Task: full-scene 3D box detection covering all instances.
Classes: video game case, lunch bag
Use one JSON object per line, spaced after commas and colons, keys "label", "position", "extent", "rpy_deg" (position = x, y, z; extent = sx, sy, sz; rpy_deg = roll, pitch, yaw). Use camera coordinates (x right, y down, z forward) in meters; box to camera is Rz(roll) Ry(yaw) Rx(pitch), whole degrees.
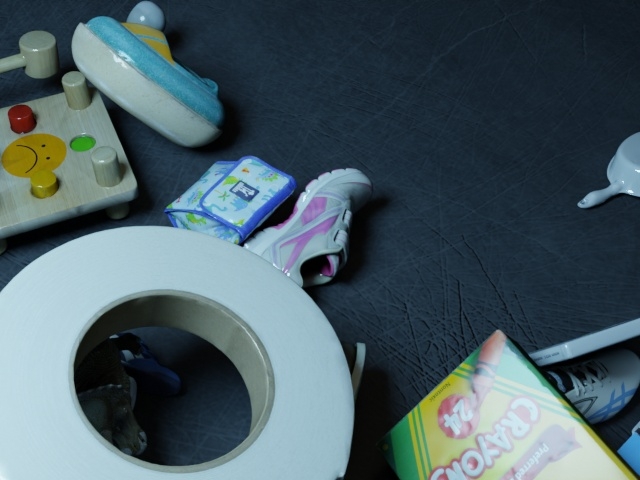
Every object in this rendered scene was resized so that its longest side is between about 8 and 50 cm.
{"label": "video game case", "position": [0.347, 0.124, 1.102], "extent": [0.190, 0.173, 0.022], "rpy_deg": [-16, 79, -17]}
{"label": "lunch bag", "position": [-0.123, -0.050, 1.245], "extent": [0.151, 0.096, 0.129], "rpy_deg": [7, 44, 42]}

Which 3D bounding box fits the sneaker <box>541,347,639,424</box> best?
{"label": "sneaker", "position": [0.311, 0.188, 1.096], "extent": [0.237, 0.086, 0.085], "rpy_deg": [-19, 51, -21]}

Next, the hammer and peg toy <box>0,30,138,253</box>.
{"label": "hammer and peg toy", "position": [-0.450, -0.151, 1.328], "extent": [0.266, 0.127, 0.361], "rpy_deg": [-19, 52, -16]}

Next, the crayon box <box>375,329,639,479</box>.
{"label": "crayon box", "position": [0.232, 0.279, 0.948], "extent": [0.202, 0.081, 0.318], "rpy_deg": [-45, 57, 7]}

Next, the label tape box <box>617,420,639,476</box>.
{"label": "label tape box", "position": [0.511, 0.265, 1.023], "extent": [0.348, 0.115, 0.249], "rpy_deg": [-36, 59, -26]}

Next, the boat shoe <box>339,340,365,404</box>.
{"label": "boat shoe", "position": [-0.024, 0.236, 1.020], "extent": [0.091, 0.109, 0.305], "rpy_deg": [18, 54, 7]}

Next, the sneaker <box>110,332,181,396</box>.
{"label": "sneaker", "position": [-0.235, 0.150, 1.121], "extent": [0.144, 0.053, 0.059], "rpy_deg": [23, 49, 15]}

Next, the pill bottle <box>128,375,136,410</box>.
{"label": "pill bottle", "position": [-0.301, 0.184, 1.070], "extent": [0.137, 0.078, 0.078], "rpy_deg": [16, 50, 10]}

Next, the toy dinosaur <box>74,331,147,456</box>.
{"label": "toy dinosaur", "position": [-0.306, 0.116, 0.999], "extent": [0.313, 0.121, 0.160], "rpy_deg": [28, 41, 14]}

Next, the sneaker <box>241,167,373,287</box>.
{"label": "sneaker", "position": [0.000, 0.000, 1.243], "extent": [0.111, 0.103, 0.252], "rpy_deg": [35, 64, 23]}

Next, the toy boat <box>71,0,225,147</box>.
{"label": "toy boat", "position": [-0.275, -0.288, 1.400], "extent": [0.148, 0.267, 0.318], "rpy_deg": [-51, 36, 7]}

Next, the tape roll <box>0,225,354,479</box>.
{"label": "tape roll", "position": [-0.155, 0.155, 0.901], "extent": [0.392, 0.072, 0.392], "rpy_deg": [12, 49, -14]}

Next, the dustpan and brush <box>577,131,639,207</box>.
{"label": "dustpan and brush", "position": [0.492, -0.100, 1.388], "extent": [0.211, 0.060, 0.147], "rpy_deg": [-17, 40, -25]}
